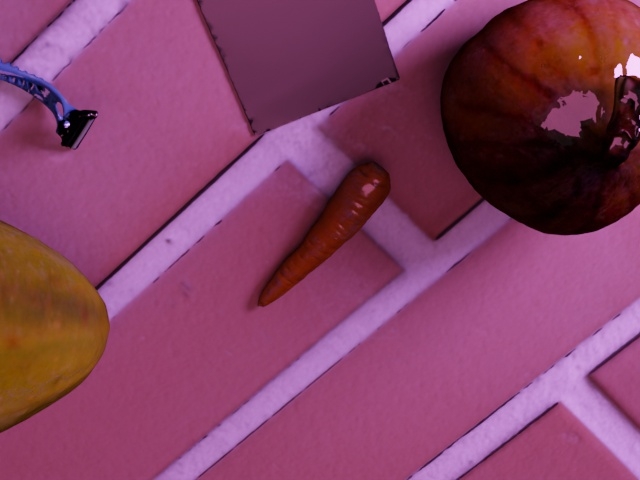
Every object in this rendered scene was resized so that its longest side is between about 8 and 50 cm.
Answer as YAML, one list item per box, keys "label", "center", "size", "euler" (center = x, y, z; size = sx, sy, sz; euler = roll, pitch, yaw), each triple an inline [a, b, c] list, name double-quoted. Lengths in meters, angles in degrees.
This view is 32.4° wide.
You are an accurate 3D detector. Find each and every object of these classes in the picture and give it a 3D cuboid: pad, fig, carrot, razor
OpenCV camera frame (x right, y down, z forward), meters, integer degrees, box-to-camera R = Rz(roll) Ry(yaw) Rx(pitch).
- label: "pad"
  center: [-0.034, -0.234, 1.064]
  size: [0.164, 0.004, 0.243]
  euler: [-20, 117, 4]
- label: "fig"
  center: [0.230, -0.117, 1.045]
  size: [0.235, 0.214, 0.235]
  euler: [-2, 142, -1]
- label: "fig"
  center: [-0.365, 0.078, 1.058]
  size: [0.326, 0.258, 0.258]
  euler: [0, 118, -28]
- label: "carrot"
  center: [0.000, 0.000, 1.165]
  size: [0.048, 0.048, 0.216]
  euler: [33, 114, -19]
- label: "razor"
  center: [-0.335, -0.166, 1.050]
  size: [0.253, 0.042, 0.082]
  euler: [25, 152, -15]
